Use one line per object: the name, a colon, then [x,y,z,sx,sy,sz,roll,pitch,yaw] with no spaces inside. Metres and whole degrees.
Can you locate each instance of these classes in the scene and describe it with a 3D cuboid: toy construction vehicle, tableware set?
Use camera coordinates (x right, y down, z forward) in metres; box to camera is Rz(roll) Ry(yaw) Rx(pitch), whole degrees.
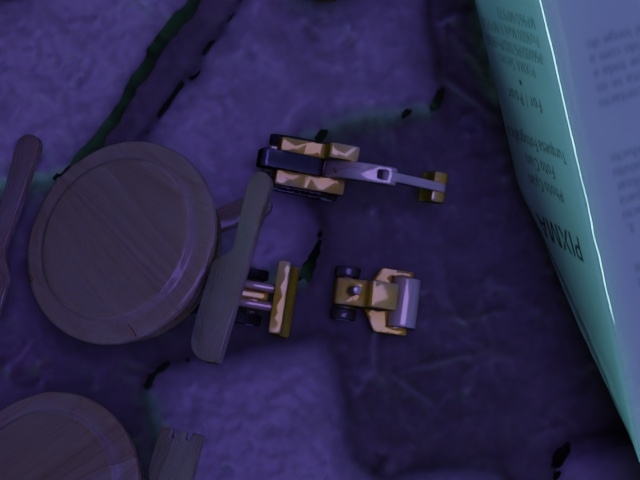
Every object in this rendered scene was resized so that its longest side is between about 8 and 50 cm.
toy construction vehicle: [0.000,0.000,0.840,0.098,0.035,0.086,12,83,-8]
tableware set: [-0.089,0.056,0.807,0.128,0.039,0.194,10,77,27]

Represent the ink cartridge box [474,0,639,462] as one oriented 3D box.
ink cartridge box: [0.249,-0.017,0.867,0.308,0.091,0.385,-18,108,-11]
